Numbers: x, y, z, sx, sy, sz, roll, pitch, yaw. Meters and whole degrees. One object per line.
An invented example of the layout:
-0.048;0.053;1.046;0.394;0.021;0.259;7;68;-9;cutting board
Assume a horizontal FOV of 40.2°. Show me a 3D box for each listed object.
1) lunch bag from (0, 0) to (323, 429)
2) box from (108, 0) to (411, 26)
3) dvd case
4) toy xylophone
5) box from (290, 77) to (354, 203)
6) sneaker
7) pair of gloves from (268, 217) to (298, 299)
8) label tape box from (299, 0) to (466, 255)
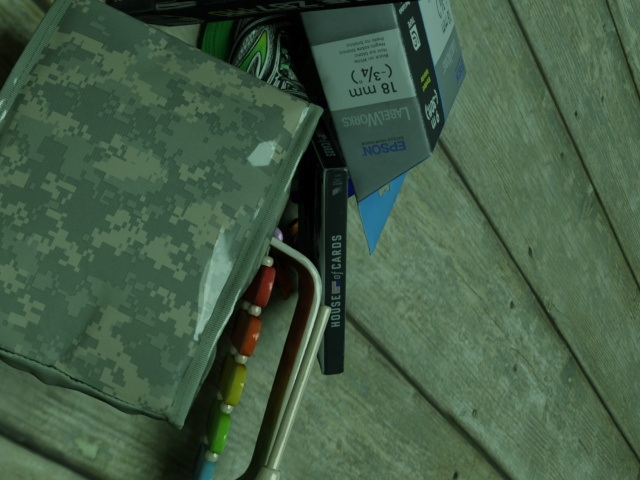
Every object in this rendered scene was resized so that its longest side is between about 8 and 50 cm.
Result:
-0.162;-0.014;0.706;0.235;0.169;0.287;25;68;-4;lunch bag
-0.055;-0.395;0.743;0.097;0.318;0.394;-8;100;-53;box
0.000;0.000;0.963;0.030;0.179;0.238;-4;117;-8;dvd case
-0.068;0.139;0.889;0.081;0.236;0.322;17;79;-8;toy xylophone
0.016;-0.127;1.076;0.126;0.072;0.137;-32;120;-46;box
-0.052;-0.151;0.922;0.134;0.146;0.343;36;65;-49;sneaker
-0.038;0.023;1.074;0.083;0.010;0.074;-52;134;-38;pair of gloves
0.087;-0.189;0.980;0.240;0.106;0.333;-61;139;-54;label tape box
